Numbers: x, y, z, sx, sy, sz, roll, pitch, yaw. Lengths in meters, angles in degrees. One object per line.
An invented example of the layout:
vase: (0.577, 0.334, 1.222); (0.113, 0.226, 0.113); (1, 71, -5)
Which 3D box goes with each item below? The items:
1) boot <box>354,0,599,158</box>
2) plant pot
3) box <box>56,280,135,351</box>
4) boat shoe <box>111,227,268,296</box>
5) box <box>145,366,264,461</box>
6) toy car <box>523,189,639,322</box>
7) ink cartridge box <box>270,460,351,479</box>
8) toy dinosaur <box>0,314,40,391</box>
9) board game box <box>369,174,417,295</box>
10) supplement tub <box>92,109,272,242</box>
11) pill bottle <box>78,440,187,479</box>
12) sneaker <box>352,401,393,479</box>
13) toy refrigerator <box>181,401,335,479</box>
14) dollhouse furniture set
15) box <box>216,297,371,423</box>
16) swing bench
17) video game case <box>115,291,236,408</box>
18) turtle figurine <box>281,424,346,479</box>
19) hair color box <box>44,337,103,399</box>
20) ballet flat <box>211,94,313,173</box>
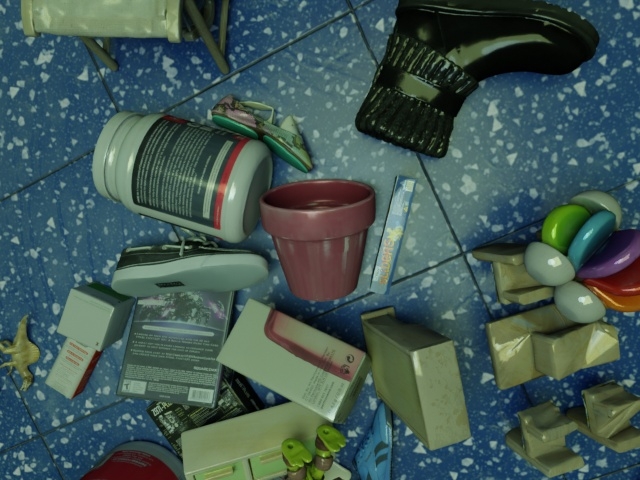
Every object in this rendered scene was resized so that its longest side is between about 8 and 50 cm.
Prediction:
boot: (0.252, -0.259, 0.845); (0.348, 0.131, 0.260); (17, 92, 17)
plant pot: (0.000, 0.000, 0.894); (0.201, 0.201, 0.180); (-1, 112, 8)
box: (-0.455, 0.152, 1.016); (0.101, 0.087, 0.102); (23, 99, 5)
boat shoe: (-0.243, 0.038, 0.943); (0.306, 0.113, 0.105); (-9, 59, 17)
box: (-0.231, 0.339, 1.011); (0.180, 0.077, 0.147); (-36, 90, 9)
toy car: (0.395, 0.025, 0.697); (0.159, 0.136, 0.182); (-43, 100, -7)
ink cartridge box: (-0.110, 0.578, 1.001); (0.207, 0.119, 0.353); (32, 99, 4)
toy dinosaur: (-0.659, 0.234, 1.082); (0.092, 0.053, 0.183); (4, 105, -8)
board game box: (0.129, -0.014, 0.891); (0.035, 0.136, 0.201); (14, 97, 6)
supplement tub: (-0.239, -0.118, 0.902); (0.272, 0.191, 0.191); (17, 99, 5)
pill bottle: (-0.408, 0.562, 0.894); (0.229, 0.407, 0.229); (1, 97, 8)
sneaker: (0.102, 0.415, 0.979); (0.082, 0.069, 0.209); (5, 97, 11)
toy refrigerator: (-0.111, 0.387, 0.930); (0.269, 0.094, 0.102); (-11, 127, -12)
dollhouse furniture set: (0.306, 0.188, 0.885); (0.394, 0.256, 0.362); (-13, 96, -12)
box: (-0.040, 0.217, 0.897); (0.232, 0.148, 0.127); (23, 75, 18)
swing bench: (-0.307, -0.393, 0.848); (0.253, 0.254, 0.165); (6, 97, 7)
video game case: (-0.273, 0.172, 0.972); (0.196, 0.026, 0.274); (5, 72, 7)
turtle figurine: (-0.010, 0.432, 0.890); (0.269, 0.087, 0.217); (-2, 117, -17)
hair color box: (-0.517, 0.256, 1.060); (0.072, 0.043, 0.141); (31, 101, 3)
ballet flat: (-0.098, -0.211, 0.939); (0.221, 0.077, 0.079); (29, 79, 4)
